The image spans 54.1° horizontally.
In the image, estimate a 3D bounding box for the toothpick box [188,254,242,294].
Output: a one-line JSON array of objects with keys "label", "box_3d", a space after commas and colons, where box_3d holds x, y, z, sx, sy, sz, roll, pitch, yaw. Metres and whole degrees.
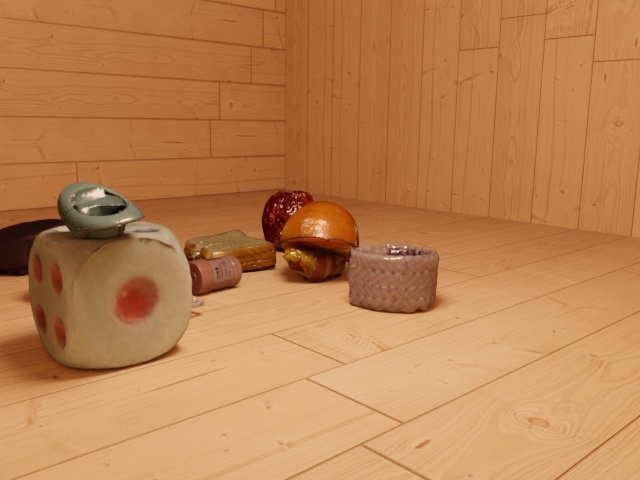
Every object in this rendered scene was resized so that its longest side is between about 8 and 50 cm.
[{"label": "toothpick box", "box_3d": [-0.316, 0.099, 1.831, 0.098, 0.099, 0.148, 10, 13, 40]}]

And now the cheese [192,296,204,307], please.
[{"label": "cheese", "box_3d": [-0.419, 0.146, 1.651, 0.163, 0.071, 0.248, -5, 13, -29]}]

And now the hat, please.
[{"label": "hat", "box_3d": [-0.428, -0.045, 1.220, 0.138, 0.078, 0.190, -20, 41, -37]}]

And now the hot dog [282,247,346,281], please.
[{"label": "hot dog", "box_3d": [-0.018, 0.084, 1.964, 0.261, 0.093, 0.123, 12, -6, -33]}]

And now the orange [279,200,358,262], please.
[{"label": "orange", "box_3d": [0.003, -0.002, 1.995, 0.274, 0.275, 0.310, 3, 17, 13]}]

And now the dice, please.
[{"label": "dice", "box_3d": [-0.448, 0.106, 1.333, 0.264, 0.268, 0.262, -10, 14, -41]}]

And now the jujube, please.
[{"label": "jujube", "box_3d": [-0.118, -0.075, 2.418, 0.212, 0.233, 0.213, 4, 14, -1]}]

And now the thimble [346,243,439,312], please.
[{"label": "thimble", "box_3d": [0.197, 0.100, 1.716, 0.245, 0.157, 0.217, 3, 8, 9]}]

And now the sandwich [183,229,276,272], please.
[{"label": "sandwich", "box_3d": [-0.323, 0.044, 2.146, 0.248, 0.095, 0.273, -10, 16, -33]}]

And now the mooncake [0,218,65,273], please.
[{"label": "mooncake", "box_3d": [-0.966, 0.026, 2.068, 0.282, 0.142, 0.283, -7, 15, 2]}]
